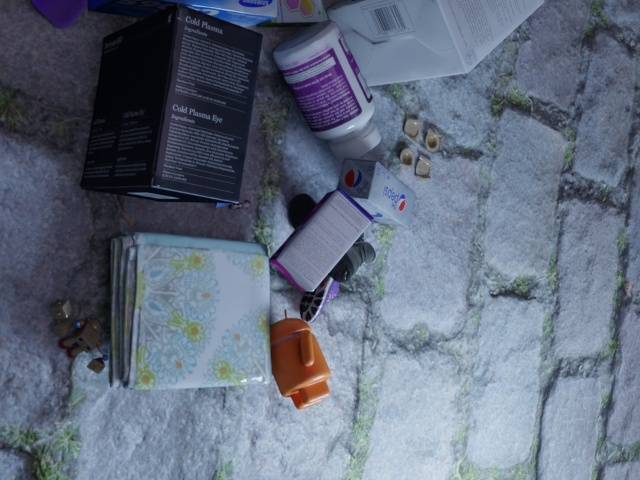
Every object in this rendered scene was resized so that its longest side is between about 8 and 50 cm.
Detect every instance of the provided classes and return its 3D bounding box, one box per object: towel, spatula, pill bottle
[{"bbox_3d":[-0.266,0.149,1.597,0.374,0.090,0.321,6,80,-39],"label":"towel"},{"bbox_3d":[-0.562,-0.508,1.384,0.296,0.030,0.084,39,78,-33],"label":"spatula"},{"bbox_3d":[0.026,-0.345,1.777,0.169,0.169,0.302,-42,117,-29],"label":"pill bottle"}]

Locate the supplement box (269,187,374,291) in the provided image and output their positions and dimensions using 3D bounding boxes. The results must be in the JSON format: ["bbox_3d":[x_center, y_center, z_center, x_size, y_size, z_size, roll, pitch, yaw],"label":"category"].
[{"bbox_3d":[0.000,0.000,1.712,0.114,0.111,0.220,41,78,-9],"label":"supplement box"}]

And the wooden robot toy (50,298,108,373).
[{"bbox_3d":[-0.470,0.179,1.496,0.173,0.076,0.079,60,24,-24],"label":"wooden robot toy"}]

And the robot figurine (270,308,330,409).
[{"bbox_3d":[-0.056,0.271,1.734,0.128,0.158,0.220,-27,72,4],"label":"robot figurine"}]

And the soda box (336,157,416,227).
[{"bbox_3d":[0.143,-0.113,1.870,0.286,0.091,0.098,25,76,-61],"label":"soda box"}]

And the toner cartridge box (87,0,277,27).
[{"bbox_3d":[-0.275,-0.493,1.530,0.347,0.165,0.075,-5,97,-38],"label":"toner cartridge box"}]

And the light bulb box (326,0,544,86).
[{"bbox_3d":[0.282,-0.571,1.846,0.361,0.357,0.225,-44,120,-29],"label":"light bulb box"}]

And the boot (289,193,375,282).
[{"bbox_3d":[0.030,-0.023,1.865,0.247,0.083,0.161,57,35,-5],"label":"boot"}]

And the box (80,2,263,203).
[{"bbox_3d":[-0.287,-0.236,1.422,0.178,0.343,0.313,9,88,-37],"label":"box"}]

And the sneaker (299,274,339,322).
[{"bbox_3d":[0.012,0.134,1.863,0.071,0.068,0.170,47,64,-37],"label":"sneaker"}]

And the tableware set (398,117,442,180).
[{"bbox_3d":[0.271,-0.249,2.074,0.141,0.020,0.169,18,82,-38],"label":"tableware set"}]

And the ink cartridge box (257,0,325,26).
[{"bbox_3d":[-0.054,-0.559,1.766,0.209,0.062,0.109,-13,100,-38],"label":"ink cartridge box"}]

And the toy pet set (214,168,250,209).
[{"bbox_3d":[-0.194,-0.124,1.680,0.114,0.065,0.122,-18,104,-36],"label":"toy pet set"}]
